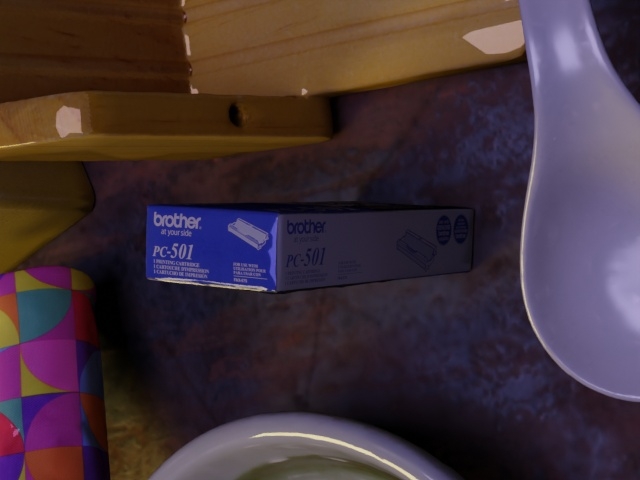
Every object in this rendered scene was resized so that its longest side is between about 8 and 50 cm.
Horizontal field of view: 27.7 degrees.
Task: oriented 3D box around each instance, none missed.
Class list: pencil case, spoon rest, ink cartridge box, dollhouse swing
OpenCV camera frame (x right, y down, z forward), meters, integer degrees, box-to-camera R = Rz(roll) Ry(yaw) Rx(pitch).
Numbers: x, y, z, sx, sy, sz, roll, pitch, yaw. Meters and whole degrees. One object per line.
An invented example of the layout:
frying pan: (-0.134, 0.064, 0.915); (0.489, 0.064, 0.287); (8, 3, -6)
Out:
pencil case: (-0.212, 0.135, 0.987); (0.104, 0.104, 0.236); (-27, 61, 34)
spoon rest: (0.161, -0.041, 0.726); (0.137, 0.084, 0.276); (-16, 92, 24)
ink cartridge box: (0.000, 0.000, 0.789); (0.097, 0.207, 0.046); (5, 95, 36)
dollhouse swing: (-0.062, -0.238, 0.791); (0.305, 0.315, 0.346); (-6, 88, 47)

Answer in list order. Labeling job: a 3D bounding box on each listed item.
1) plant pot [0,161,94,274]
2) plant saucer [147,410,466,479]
plant pot: (-0.348, -0.070, 1.050); (0.212, 0.187, 0.212); (-32, 74, 33)
plant saucer: (0.020, 0.306, 0.857); (0.400, 0.100, 0.400); (2, 94, 35)
